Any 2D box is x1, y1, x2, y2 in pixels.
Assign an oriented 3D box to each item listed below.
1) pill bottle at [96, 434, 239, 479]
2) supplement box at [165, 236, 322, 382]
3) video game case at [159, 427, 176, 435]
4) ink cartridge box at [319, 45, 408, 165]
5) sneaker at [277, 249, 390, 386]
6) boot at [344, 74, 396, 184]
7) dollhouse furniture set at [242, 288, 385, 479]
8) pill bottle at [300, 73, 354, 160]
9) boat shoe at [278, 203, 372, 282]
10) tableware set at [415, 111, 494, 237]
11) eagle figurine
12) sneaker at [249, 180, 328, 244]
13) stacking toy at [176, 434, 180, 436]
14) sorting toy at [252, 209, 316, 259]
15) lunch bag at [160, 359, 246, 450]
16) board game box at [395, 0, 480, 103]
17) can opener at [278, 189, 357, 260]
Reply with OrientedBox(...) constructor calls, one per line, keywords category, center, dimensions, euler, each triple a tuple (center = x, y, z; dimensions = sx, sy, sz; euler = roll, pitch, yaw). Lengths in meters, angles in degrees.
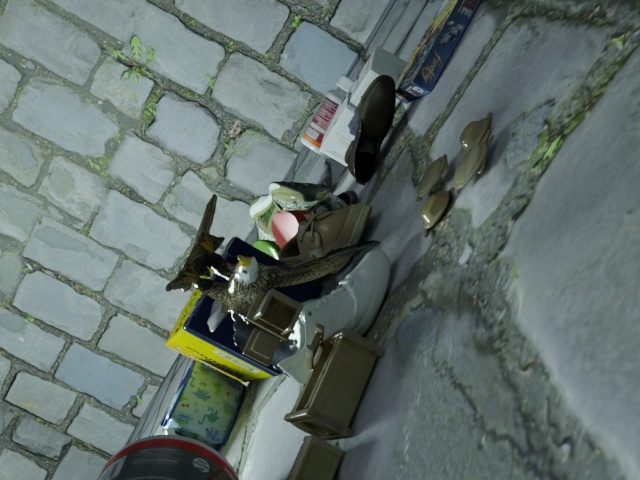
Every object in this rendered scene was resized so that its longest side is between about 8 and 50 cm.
OrientedBox(category="pill bottle", center=(-0.210, 0.416, 0.861), dimensions=(0.210, 0.210, 0.363), euler=(-58, 10, 16))
OrientedBox(category="supplement box", center=(-0.168, 0.154, 1.453), dimensions=(0.194, 0.195, 0.356), euler=(-64, 10, -20))
OrientedBox(category="video game case", center=(-0.294, 0.462, 1.442), dimensions=(0.143, 0.019, 0.157), euler=(-46, 60, 57))
OrientedBox(category="ink cartridge box", center=(0.106, -0.311, 1.681), dimensions=(0.237, 0.100, 0.172), euler=(-55, 12, 32))
OrientedBox(category="sneaker", center=(0.018, 0.095, 0.964), dimensions=(0.212, 0.094, 0.080), euler=(-63, 8, -13))
OrientedBox(category="boot", center=(0.110, -0.217, 1.456), dimensions=(0.106, 0.082, 0.219), euler=(-98, 22, -58))
OrientedBox(category="dollhouse furniture set", center=(-0.044, 0.177, 0.838), dimensions=(0.181, 0.161, 0.101), euler=(-64, 10, -24))
OrientedBox(category="pill bottle", center=(0.047, -0.347, 2.037), dimensions=(0.221, 0.121, 0.121), euler=(-58, 10, 12))
OrientedBox(category="boat shoe", center=(0.000, 0.000, 1.320), dimensions=(0.109, 0.098, 0.302), euler=(-65, 10, -24))
OrientedBox(category="tableware set", center=(0.170, -0.087, 0.930), dimensions=(0.168, 0.020, 0.141), euler=(-51, 16, 41))
OrientedBox(category="eagle figurine", center=(-0.079, 0.073, 1.130), dimensions=(0.225, 0.298, 0.226), euler=(-35, -40, -76))
OrientedBox(category="sneaker", center=(-0.079, -0.049, 1.927), dimensions=(0.410, 0.158, 0.182), euler=(153, 114, -70))
OrientedBox(category="stacking toy", center=(-0.333, 0.520, 1.671), dimensions=(0.279, 0.130, 0.309), euler=(-36, 0, -28))
OrientedBox(category="sorting toy", center=(-0.073, 0.022, 1.742), dimensions=(0.126, 0.127, 0.365), euler=(-31, -12, -35))
OrientedBox(category="lunch bag", center=(-0.235, 0.334, 1.479), dimensions=(0.096, 0.129, 0.151), euler=(-47, 17, 53))
OrientedBox(category="board game box", center=(0.235, -0.396, 1.435), dimensions=(0.243, 0.042, 0.165), euler=(-61, 9, -1))
OrientedBox(category="can opener", center=(-0.008, 0.004, 1.513), dimensions=(0.095, 0.076, 0.283), euler=(-24, -22, -45))
